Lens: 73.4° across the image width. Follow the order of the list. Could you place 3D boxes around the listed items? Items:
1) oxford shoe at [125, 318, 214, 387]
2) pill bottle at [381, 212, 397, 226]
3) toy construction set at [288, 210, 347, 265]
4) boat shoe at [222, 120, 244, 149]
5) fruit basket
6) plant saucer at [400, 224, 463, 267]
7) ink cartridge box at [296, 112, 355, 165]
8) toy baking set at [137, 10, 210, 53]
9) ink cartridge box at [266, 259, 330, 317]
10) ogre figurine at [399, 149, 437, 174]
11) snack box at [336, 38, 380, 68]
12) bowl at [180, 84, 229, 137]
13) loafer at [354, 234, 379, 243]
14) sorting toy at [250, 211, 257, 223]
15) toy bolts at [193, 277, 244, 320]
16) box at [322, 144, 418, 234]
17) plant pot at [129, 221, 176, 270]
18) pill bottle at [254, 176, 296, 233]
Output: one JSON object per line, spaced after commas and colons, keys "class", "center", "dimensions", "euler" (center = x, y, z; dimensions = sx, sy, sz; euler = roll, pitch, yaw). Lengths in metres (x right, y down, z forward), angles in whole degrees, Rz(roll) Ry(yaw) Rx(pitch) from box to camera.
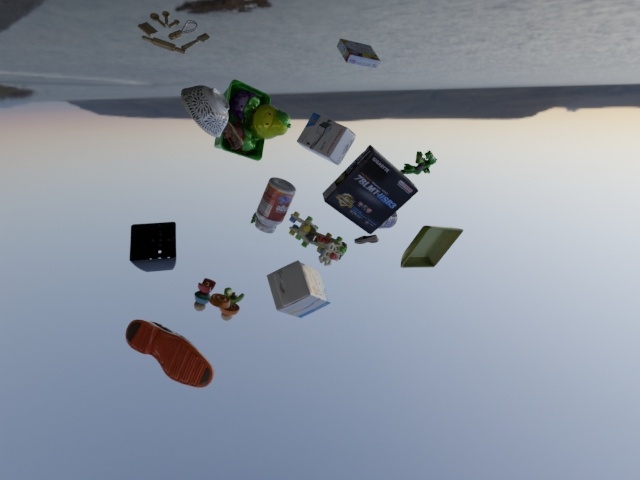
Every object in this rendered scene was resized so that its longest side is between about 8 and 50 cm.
{"class": "oxford shoe", "center": [-0.473, 0.361, 1.423], "dimensions": [0.364, 0.130, 0.133], "euler": [27, 180, 24]}
{"class": "pill bottle", "center": [0.305, -0.122, 2.282], "dimensions": [0.123, 0.123, 0.219], "euler": [14, -168, 38]}
{"class": "toy construction set", "center": [0.000, 0.000, 1.950], "dimensions": [0.151, 0.215, 0.328], "euler": [-46, -133, -3]}
{"class": "boat shoe", "center": [-0.433, -0.507, 2.021], "dimensions": [0.060, 0.178, 0.064], "euler": [-50, -144, -17]}
{"class": "fruit basket", "center": [-0.347, -0.604, 2.183], "dimensions": [0.283, 0.392, 0.392], "euler": [11, -174, -42]}
{"class": "plant saucer", "center": [0.378, 0.014, 1.497], "dimensions": [0.188, 0.188, 0.045], "euler": [2, -138, -38]}
{"class": "ink cartridge box", "center": [0.022, -0.402, 1.695], "dimensions": [0.191, 0.139, 0.082], "euler": [34, -175, 35]}
{"class": "toy baking set", "center": [-0.578, -0.823, 1.695], "dimensions": [0.256, 0.197, 0.030], "euler": [17, 153, -14]}
{"class": "ink cartridge box", "center": [-0.093, 0.217, 1.882], "dimensions": [0.168, 0.171, 0.233], "euler": [-27, 155, 14]}
{"class": "ogre figurine", "center": [0.509, -0.387, 2.195], "dimensions": [0.118, 0.197, 0.097], "euler": [6, -138, -40]}
{"class": "snack box", "center": [0.141, -0.691, 1.587], "dimensions": [0.141, 0.037, 0.100], "euler": [-3, -125, -32]}
{"class": "bowl", "center": [-0.328, -0.404, 1.290], "dimensions": [0.080, 0.170, 0.170], "euler": [-29, -169, 19]}
{"class": "loafer", "center": [0.215, -0.011, 2.034], "dimensions": [0.125, 0.039, 0.045], "euler": [-3, -145, 30]}
{"class": "sorting toy", "center": [-0.337, -0.119, 2.279], "dimensions": [0.042, 0.061, 0.102], "euler": [31, -157, -16]}
{"class": "toy bolts", "center": [-0.519, 0.308, 2.073], "dimensions": [0.228, 0.158, 0.218], "euler": [24, -166, 9]}
{"class": "box", "center": [0.211, -0.205, 1.820], "dimensions": [0.295, 0.293, 0.073], "euler": [34, -155, -29]}
{"class": "plant pot", "center": [-0.729, 0.045, 1.911], "dimensions": [0.187, 0.167, 0.188], "euler": [-5, -121, -12]}
{"class": "pill bottle", "center": [-0.193, -0.142, 1.775], "dimensions": [0.121, 0.216, 0.121], "euler": [22, -155, -11]}
